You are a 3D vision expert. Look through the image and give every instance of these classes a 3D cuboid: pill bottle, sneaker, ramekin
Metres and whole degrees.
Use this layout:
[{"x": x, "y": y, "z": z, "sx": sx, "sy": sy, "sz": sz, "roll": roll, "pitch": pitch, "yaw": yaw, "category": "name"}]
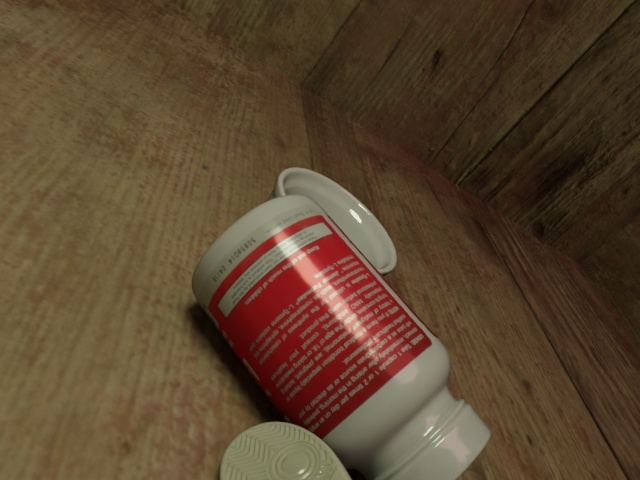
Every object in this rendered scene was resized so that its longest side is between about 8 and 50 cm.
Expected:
[{"x": 0.025, "y": 0.151, "z": 0.714, "sx": 0.408, "sy": 0.229, "sz": 0.229, "roll": 49, "pitch": 29, "yaw": 17, "category": "pill bottle"}, {"x": 0.016, "y": 0.332, "z": 0.531, "sx": 0.131, "sy": 0.148, "sz": 0.350, "roll": -28, "pitch": 35, "yaw": -28, "category": "sneaker"}, {"x": 0.000, "y": 0.000, "z": 1.003, "sx": 0.277, "sy": 0.135, "sz": 0.277, "roll": 32, "pitch": 28, "yaw": -19, "category": "ramekin"}]
